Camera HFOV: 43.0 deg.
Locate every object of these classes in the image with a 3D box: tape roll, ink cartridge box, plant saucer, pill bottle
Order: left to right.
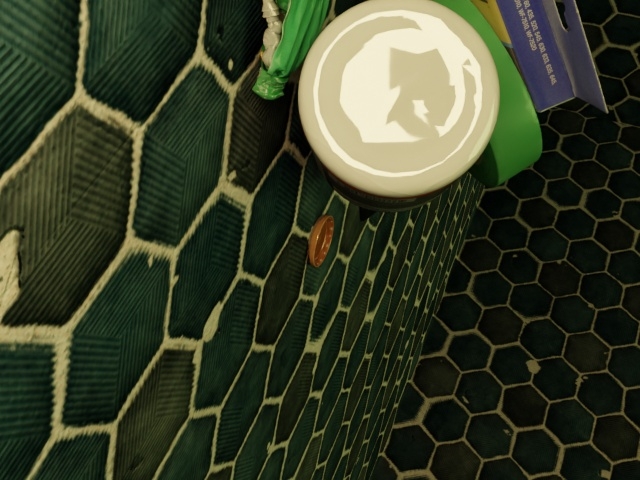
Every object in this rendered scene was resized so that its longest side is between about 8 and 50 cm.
[{"bbox_3d":[0.000,0.000,1.263,0.083,0.013,0.084,17,90,-76],"label":"plant saucer"},{"bbox_3d":[0.087,-0.142,0.992,0.363,0.210,0.210,35,72,-87],"label":"pill bottle"},{"bbox_3d":[0.200,-0.232,1.190,0.077,0.321,0.321,-31,160,0],"label":"tape roll"},{"bbox_3d":[0.226,-0.320,1.059,0.304,0.072,0.307,58,2,-33],"label":"ink cartridge box"}]

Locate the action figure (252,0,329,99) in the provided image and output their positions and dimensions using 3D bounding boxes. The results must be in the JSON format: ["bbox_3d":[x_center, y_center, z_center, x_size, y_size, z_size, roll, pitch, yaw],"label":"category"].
[{"bbox_3d":[-0.024,-0.251,0.818,0.137,0.063,0.232,-42,152,-65],"label":"action figure"}]

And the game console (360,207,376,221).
[{"bbox_3d":[0.098,-0.114,1.494,0.122,0.071,0.107,84,-3,-56],"label":"game console"}]
